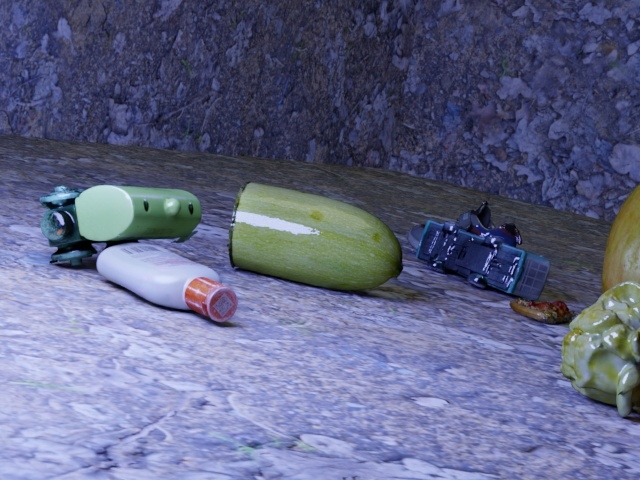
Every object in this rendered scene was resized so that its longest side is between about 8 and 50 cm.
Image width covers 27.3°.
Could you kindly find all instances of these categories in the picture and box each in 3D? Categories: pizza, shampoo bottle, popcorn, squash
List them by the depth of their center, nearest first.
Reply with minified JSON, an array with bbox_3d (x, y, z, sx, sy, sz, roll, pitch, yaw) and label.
[{"bbox_3d":[0.336,0.130,1.463,0.135,0.162,0.141,-24,-37,28],"label":"popcorn"},{"bbox_3d":[-0.174,0.049,1.563,0.108,0.051,0.221,2,11,-38],"label":"shampoo bottle"},{"bbox_3d":[0.000,0.000,1.878,0.247,0.133,0.132,11,7,8],"label":"squash"},{"bbox_3d":[0.324,0.100,1.979,0.099,0.029,0.100,15,8,39],"label":"pizza"}]

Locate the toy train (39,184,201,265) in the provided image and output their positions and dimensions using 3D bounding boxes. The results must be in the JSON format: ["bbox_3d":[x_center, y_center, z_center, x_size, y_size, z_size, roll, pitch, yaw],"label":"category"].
[{"bbox_3d":[-0.253,-0.030,1.714,0.157,0.105,0.253,-11,-3,18],"label":"toy train"}]

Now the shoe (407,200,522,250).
[{"bbox_3d":[0.267,-0.014,2.398,0.227,0.126,0.099,16,12,27],"label":"shoe"}]

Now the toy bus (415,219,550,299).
[{"bbox_3d":[0.268,0.032,2.216,0.109,0.091,0.261,19,3,-33],"label":"toy bus"}]

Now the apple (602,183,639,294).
[{"bbox_3d":[0.568,0.026,1.841,0.339,0.340,0.339,10,7,-1],"label":"apple"}]
